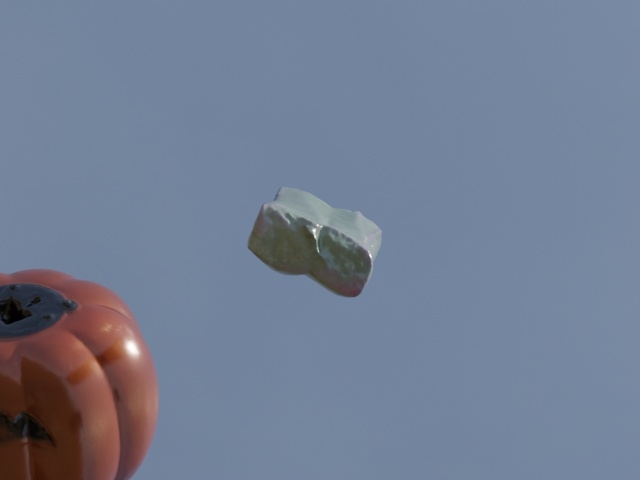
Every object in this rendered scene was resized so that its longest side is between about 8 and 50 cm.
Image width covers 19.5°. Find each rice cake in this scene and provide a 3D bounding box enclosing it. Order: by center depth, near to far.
[{"bbox_3d":[-0.001,0.000,1.176,0.080,0.222,0.042,25,-85,0],"label":"rice cake"}]

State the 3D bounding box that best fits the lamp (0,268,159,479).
[{"bbox_3d":[-0.204,0.114,1.280,0.188,0.188,0.163,20,-57,33],"label":"lamp"}]
